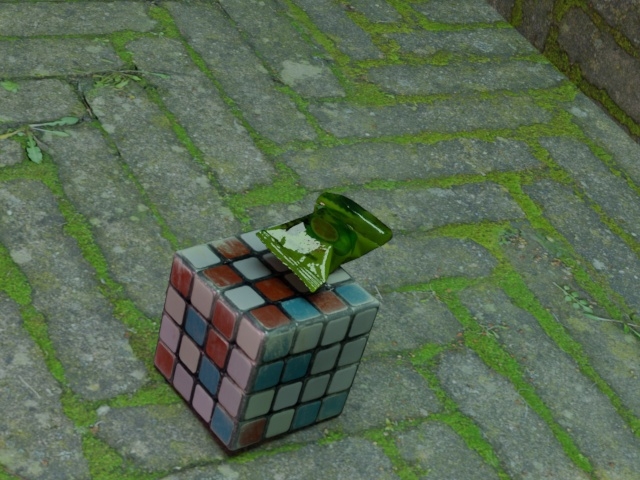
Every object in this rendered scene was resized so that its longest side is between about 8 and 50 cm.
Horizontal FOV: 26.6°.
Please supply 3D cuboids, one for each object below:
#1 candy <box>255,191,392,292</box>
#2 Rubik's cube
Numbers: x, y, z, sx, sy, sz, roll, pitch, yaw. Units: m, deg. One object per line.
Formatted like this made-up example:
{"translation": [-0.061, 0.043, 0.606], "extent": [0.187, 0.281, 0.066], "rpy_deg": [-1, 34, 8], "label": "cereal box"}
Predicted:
{"translation": [0.000, 0.000, 2.233], "extent": [0.149, 0.069, 0.246], "rpy_deg": [36, 31, 18], "label": "candy"}
{"translation": [-0.096, 0.154, 2.256], "extent": [0.256, 0.259, 0.253], "rpy_deg": [-15, 45, -38], "label": "Rubik's cube"}
